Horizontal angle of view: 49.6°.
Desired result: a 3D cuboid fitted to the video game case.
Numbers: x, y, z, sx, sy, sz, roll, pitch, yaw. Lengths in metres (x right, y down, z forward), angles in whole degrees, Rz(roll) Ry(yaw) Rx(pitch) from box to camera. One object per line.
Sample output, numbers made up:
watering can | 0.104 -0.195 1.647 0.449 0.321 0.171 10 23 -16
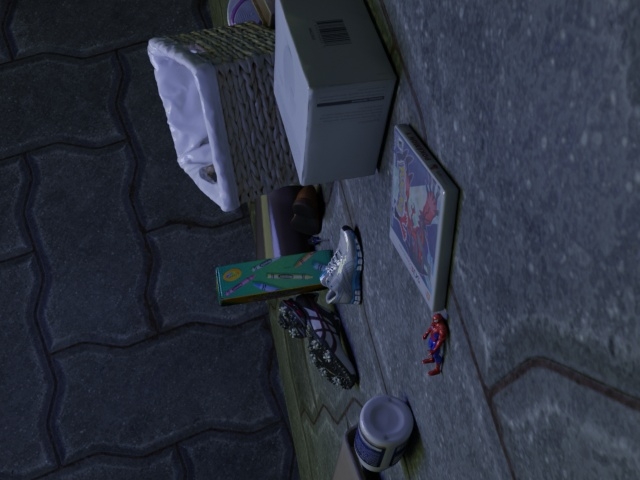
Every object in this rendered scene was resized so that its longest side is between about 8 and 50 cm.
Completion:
video game case | 0.137 -0.033 0.966 0.183 0.023 0.201 -114 18 -51

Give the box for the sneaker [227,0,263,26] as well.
sneaker | -0.219 -0.606 2.054 0.152 0.114 0.305 -129 31 -66

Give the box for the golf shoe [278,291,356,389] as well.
golf shoe | 0.014 0.227 1.649 0.273 0.120 0.105 49 148 26

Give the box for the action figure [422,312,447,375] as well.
action figure | 0.162 0.145 0.987 0.038 0.030 0.115 -105 13 -49

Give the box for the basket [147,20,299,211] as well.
basket | -0.188 -0.299 1.553 0.328 0.266 0.331 40 147 51

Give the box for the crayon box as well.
crayon box | -0.112 0.093 1.676 0.165 0.278 0.081 128 133 -76

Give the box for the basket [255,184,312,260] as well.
basket | -0.107 -0.032 1.895 0.204 0.154 0.227 -5 90 61

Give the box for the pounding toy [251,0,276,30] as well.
pounding toy | -0.100 -0.558 1.590 0.130 0.100 0.141 65 170 6

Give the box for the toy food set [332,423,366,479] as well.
toy food set | 0.107 0.602 1.555 0.306 0.092 0.220 -116 31 -51

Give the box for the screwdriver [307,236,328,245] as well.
screwdriver | 0.000 0.000 1.734 0.170 0.025 0.024 175 86 -70

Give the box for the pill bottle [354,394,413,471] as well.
pill bottle | 0.110 0.357 1.254 0.169 0.094 0.094 95 162 -52

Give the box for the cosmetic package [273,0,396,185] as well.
cosmetic package | 0.012 -0.249 1.116 0.224 0.138 0.224 100 158 -57

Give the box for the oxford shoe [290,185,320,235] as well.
oxford shoe | -0.029 -0.072 1.720 0.212 0.076 0.076 102 -174 -68

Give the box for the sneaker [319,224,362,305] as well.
sneaker | 0.039 0.058 1.399 0.071 0.083 0.190 -114 19 -57
